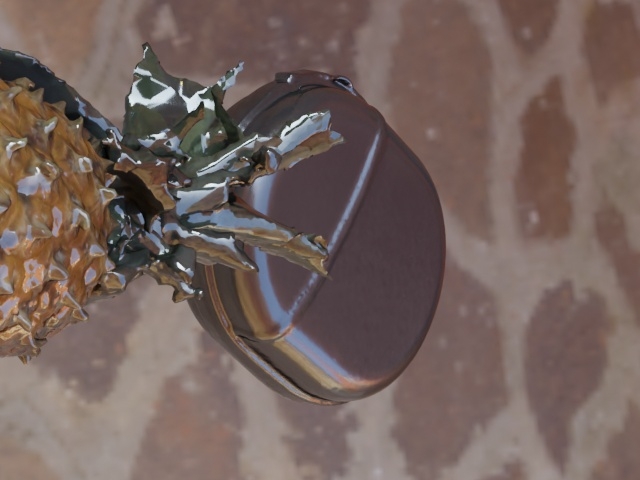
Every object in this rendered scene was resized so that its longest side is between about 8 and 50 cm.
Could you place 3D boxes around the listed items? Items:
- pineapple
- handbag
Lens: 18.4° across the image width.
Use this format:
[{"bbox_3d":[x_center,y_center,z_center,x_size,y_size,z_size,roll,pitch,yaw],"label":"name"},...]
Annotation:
[{"bbox_3d":[-0.125,-0.023,0.983,0.364,0.165,0.166,-11,90,-62],"label":"pineapple"},{"bbox_3d":[0.001,0.000,1.657,0.308,0.093,0.254,46,63,-45],"label":"handbag"}]
